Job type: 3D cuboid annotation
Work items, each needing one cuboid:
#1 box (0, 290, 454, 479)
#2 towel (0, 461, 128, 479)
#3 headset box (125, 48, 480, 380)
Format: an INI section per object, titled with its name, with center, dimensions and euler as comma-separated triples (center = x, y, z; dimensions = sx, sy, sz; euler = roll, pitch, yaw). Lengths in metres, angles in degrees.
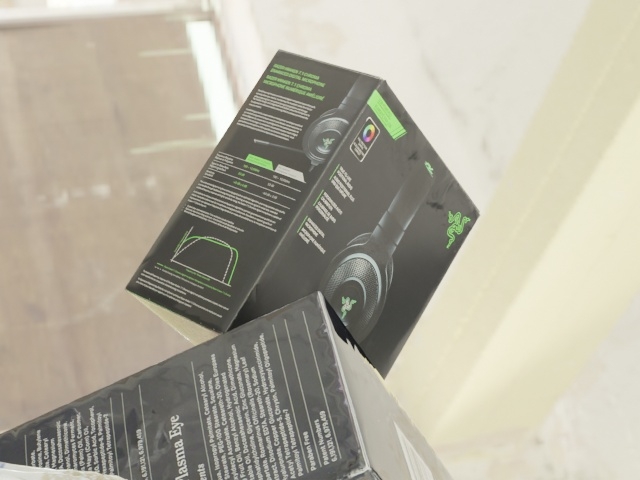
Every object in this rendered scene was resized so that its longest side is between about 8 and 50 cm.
[box]
center = -0.057, 0.254, 1.128
dimensions = 0.343, 0.312, 0.179
euler = 57, 12, -46
[towel]
center = -0.145, 0.166, 0.449
dimensions = 0.034, 0.284, 0.209
euler = 78, 22, -63
[headset box]
center = 0.000, 0.000, 1.243
dimensions = 0.131, 0.283, 0.246
euler = 21, -17, 37
